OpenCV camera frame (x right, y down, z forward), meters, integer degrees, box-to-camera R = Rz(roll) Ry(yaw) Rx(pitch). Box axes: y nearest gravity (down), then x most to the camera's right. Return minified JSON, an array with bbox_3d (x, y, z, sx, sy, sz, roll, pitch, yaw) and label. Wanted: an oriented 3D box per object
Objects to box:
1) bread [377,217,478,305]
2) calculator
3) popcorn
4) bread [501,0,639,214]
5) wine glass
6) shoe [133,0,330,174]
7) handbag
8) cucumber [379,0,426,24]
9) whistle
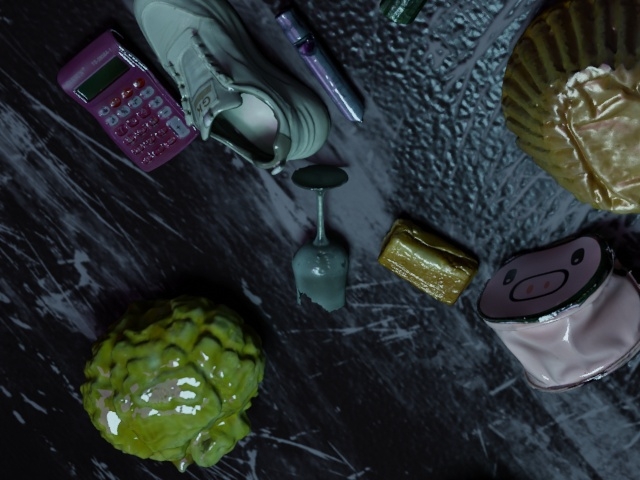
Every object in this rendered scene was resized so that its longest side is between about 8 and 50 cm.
[{"bbox_3d":[0.142,0.028,1.882,0.132,0.053,0.074,29,128,4],"label":"bread"},{"bbox_3d":[-0.260,-0.189,1.928,0.126,0.034,0.190,-33,108,31],"label":"calculator"},{"bbox_3d":[-0.209,0.201,2.018,0.258,0.224,0.270,22,118,0],"label":"popcorn"},{"bbox_3d":[0.342,-0.158,1.643,0.274,0.149,0.274,6,120,11],"label":"bread"},{"bbox_3d":[0.000,0.000,1.905,0.079,0.079,0.195,8,119,17],"label":"wine glass"},{"bbox_3d":[-0.133,-0.199,1.799,0.316,0.159,0.124,39,126,-7],"label":"shoe"},{"bbox_3d":[0.309,0.088,1.778,0.205,0.179,0.116,-21,117,36],"label":"handbag"},{"bbox_3d":[0.118,-0.311,1.700,0.048,0.048,0.105,36,125,-1],"label":"cucumber"},{"bbox_3d":[0.002,-0.224,1.804,0.033,0.033,0.176,-30,105,32],"label":"whistle"}]
